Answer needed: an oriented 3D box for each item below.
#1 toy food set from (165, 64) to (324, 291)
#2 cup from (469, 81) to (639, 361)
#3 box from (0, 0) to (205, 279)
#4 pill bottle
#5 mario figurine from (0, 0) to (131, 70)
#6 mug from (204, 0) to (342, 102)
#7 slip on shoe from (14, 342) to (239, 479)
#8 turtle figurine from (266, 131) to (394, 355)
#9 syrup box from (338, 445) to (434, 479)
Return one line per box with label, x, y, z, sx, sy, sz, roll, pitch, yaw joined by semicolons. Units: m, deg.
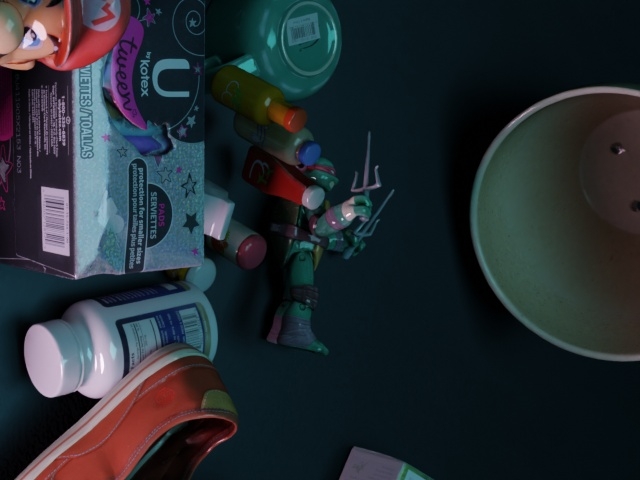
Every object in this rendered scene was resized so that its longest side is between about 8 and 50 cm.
toy food set;-0.066;-0.045;1.366;0.111;0.104;0.232;-3;117;-50
cup;0.373;-0.051;1.686;0.237;0.331;0.331;-40;122;-59
box;-0.199;-0.100;1.247;0.142;0.163;0.247;-6;100;-40
pill bottle;-0.190;0.097;1.325;0.169;0.094;0.094;-11;102;-40
mario figurine;-0.301;-0.176;1.029;0.320;0.198;0.170;0;67;-8
mug;-0.047;-0.192;1.413;0.129;0.097;0.158;35;72;-38
slip on shoe;-0.204;0.242;1.275;0.331;0.101;0.123;-46;144;-3
turtle figurine;0.000;0.000;1.471;0.175;0.118;0.234;37;67;-81
syrup box;0.047;0.363;1.560;0.093;0.096;0.237;36;72;-36
